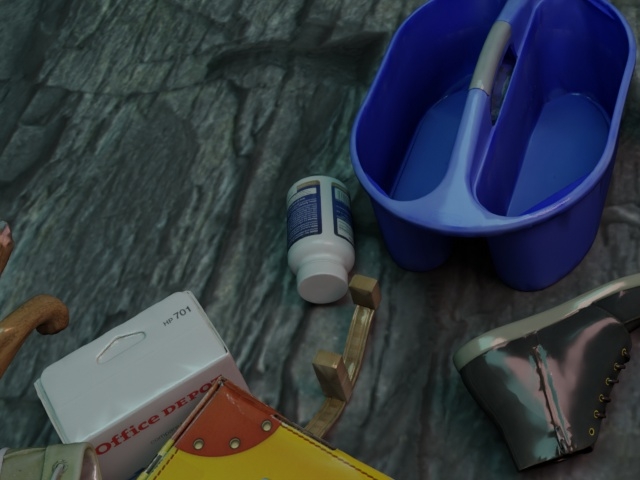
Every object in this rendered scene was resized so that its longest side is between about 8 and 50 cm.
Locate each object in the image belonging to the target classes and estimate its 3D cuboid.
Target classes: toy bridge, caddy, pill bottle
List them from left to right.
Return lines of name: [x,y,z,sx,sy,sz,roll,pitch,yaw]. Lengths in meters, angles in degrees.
pill bottle: [0.000,0.000,0.967,0.067,0.067,0.120,-9,50,7]
toy bridge: [0.012,0.122,0.868,0.026,0.063,0.188,11,54,22]
caddy: [0.170,-0.118,0.947,0.241,0.179,0.341,9,55,21]

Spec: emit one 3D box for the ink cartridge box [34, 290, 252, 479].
ink cartridge box: [-0.122,0.151,0.796,0.139,0.191,0.082,-31,51,-10]

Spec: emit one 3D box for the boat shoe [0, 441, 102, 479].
boat shoe: [-0.162,0.234,0.545,0.094,0.109,0.302,-18,47,-2]

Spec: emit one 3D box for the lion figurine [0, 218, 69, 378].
lion figurine: [-0.334,0.188,0.751,0.142,0.392,0.240,22,26,23]

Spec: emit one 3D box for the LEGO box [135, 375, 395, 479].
LEGO box: [-0.050,0.390,0.585,0.372,0.193,0.500,24,62,30]

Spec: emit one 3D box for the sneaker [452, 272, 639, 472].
sneaker: [0.233,0.110,0.827,0.222,0.083,0.118,-20,69,-11]
